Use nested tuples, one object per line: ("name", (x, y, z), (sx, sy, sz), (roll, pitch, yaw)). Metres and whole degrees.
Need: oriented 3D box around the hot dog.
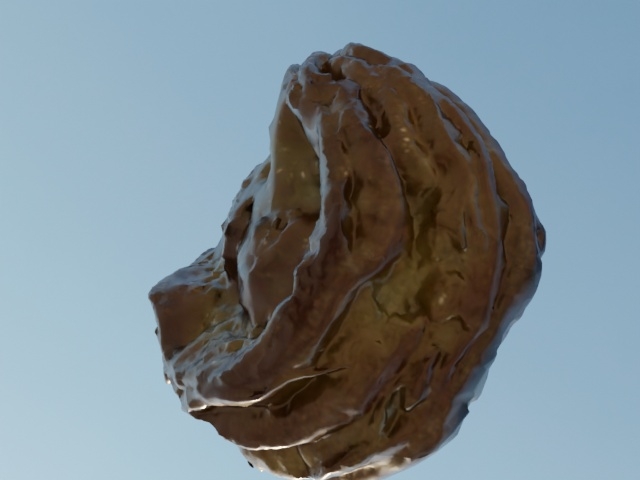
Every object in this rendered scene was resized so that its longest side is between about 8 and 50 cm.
("hot dog", (-0.002, -0.001, 0.487), (0.175, 0.114, 0.259), (-62, -166, 7))
